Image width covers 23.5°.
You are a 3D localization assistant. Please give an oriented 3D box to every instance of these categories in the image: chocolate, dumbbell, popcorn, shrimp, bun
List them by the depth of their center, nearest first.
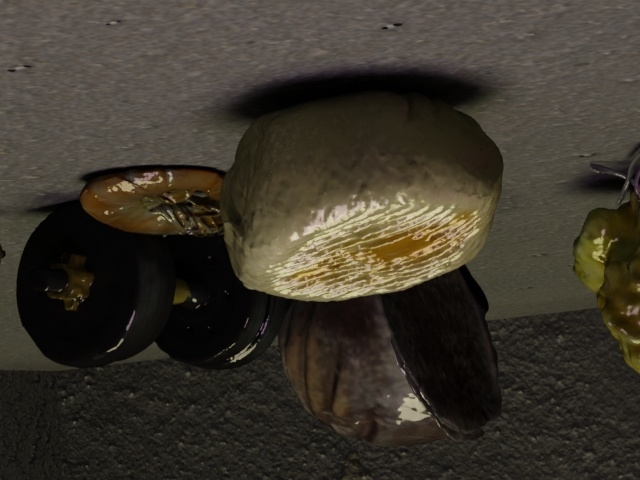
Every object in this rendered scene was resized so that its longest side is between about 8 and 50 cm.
[{"bbox_3d":[0.027,-0.044,1.283,0.244,0.153,0.244,-9,153,-5],"label":"bun"},{"bbox_3d":[-0.141,-0.046,1.585,0.133,0.053,0.236,-34,152,32],"label":"shrimp"},{"bbox_3d":[-0.186,0.057,1.750,0.185,0.185,0.388,-9,170,32],"label":"dumbbell"},{"bbox_3d":[0.422,0.034,1.758,0.293,0.293,0.237,-4,-151,1],"label":"popcorn"},{"bbox_3d":[0.062,0.128,1.872,0.213,0.303,0.303,-21,165,26],"label":"chocolate"}]

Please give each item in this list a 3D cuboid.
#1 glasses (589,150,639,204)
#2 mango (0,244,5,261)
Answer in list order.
[{"bbox_3d":[0.346,-0.061,1.638,0.062,0.140,0.104,-41,-146,-3],"label":"glasses"},{"bbox_3d":[-0.451,0.012,1.630,0.137,0.091,0.237,-19,165,39],"label":"mango"}]
